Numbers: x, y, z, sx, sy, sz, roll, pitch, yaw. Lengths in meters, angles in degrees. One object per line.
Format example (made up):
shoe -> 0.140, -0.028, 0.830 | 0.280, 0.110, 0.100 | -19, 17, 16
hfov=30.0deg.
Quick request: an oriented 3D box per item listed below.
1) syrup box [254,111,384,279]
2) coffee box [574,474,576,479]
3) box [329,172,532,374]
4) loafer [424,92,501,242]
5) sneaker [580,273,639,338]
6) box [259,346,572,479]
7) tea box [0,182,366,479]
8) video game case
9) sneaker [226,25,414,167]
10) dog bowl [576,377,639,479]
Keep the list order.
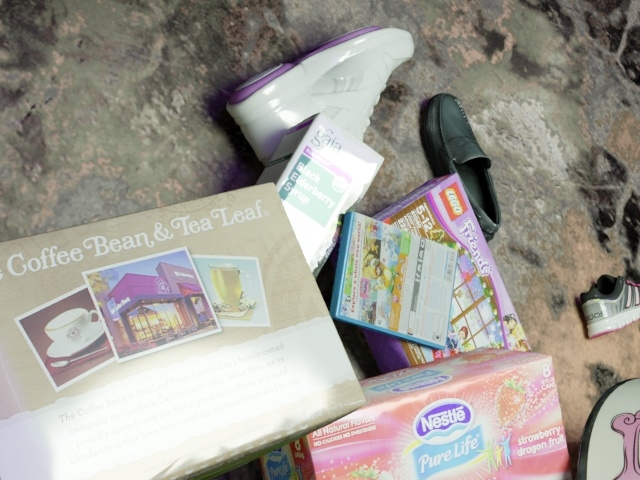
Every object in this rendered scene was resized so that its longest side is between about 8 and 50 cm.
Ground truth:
syrup box -> -0.036, -0.018, 1.327 | 0.093, 0.096, 0.236 | 35, 74, -16
coffee box -> 0.444, 0.303, 1.507 | 0.247, 0.098, 0.141 | 5, 101, -32
box -> 0.143, 0.091, 1.423 | 0.201, 0.057, 0.293 | -33, 103, -41
loafer -> 0.195, -0.101, 1.588 | 0.076, 0.078, 0.223 | 3, 65, -34
sneaker -> 0.423, 0.075, 1.667 | 0.170, 0.063, 0.074 | -21, 86, -35
box -> 0.098, 0.218, 1.257 | 0.300, 0.142, 0.154 | -11, 93, -26
tea box -> -0.204, 0.131, 1.034 | 0.329, 0.323, 0.220 | -15, 77, -38
video game case -> 0.085, 0.047, 1.329 | 0.166, 0.015, 0.119 | 19, 74, -36
sneaker -> 0.016, -0.172, 1.501 | 0.305, 0.114, 0.152 | -33, 102, -37
dog bowl -> 0.457, 0.320, 1.270 | 0.408, 0.150, 0.407 | 25, 51, -35
